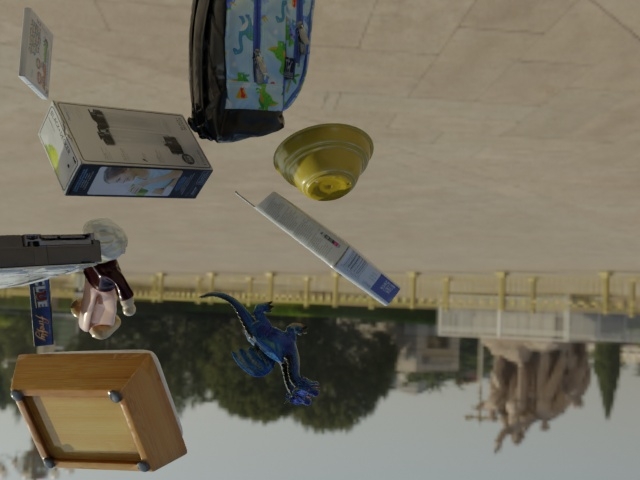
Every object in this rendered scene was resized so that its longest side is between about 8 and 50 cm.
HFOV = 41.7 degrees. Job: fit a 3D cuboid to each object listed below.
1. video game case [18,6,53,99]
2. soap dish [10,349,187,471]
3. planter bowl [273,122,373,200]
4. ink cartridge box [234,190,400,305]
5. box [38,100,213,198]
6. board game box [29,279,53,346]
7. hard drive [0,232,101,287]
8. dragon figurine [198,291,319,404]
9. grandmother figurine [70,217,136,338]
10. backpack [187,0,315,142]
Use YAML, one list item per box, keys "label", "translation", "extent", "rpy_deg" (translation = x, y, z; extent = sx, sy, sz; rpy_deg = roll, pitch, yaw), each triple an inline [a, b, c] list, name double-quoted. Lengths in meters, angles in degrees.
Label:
- label: "video game case"
  translation: [-0.623, -0.408, 1.846]
  extent: [0.019, 0.157, 0.143]
  rpy_deg: [1, 170, 2]
- label: "soap dish"
  translation: [-0.414, 0.317, 1.552]
  extent: [0.290, 0.229, 0.118]
  rpy_deg: [-4, -154, 21]
- label: "planter bowl"
  translation: [0.013, -0.145, 1.770]
  extent: [0.217, 0.090, 0.217]
  rpy_deg: [-7, 150, -4]
- label: "ink cartridge box"
  translation: [0.000, 0.000, 1.937]
  extent: [0.330, 0.071, 0.324]
  rpy_deg: [38, -179, 31]
- label: "box"
  translation: [-0.372, -0.170, 1.616]
  extent: [0.289, 0.169, 0.087]
  rpy_deg: [-2, 140, -45]
- label: "board game box"
  translation: [-0.623, 0.110, 1.873]
  extent: [0.042, 0.165, 0.243]
  rpy_deg: [-4, -160, -17]
- label: "hard drive"
  translation: [-0.579, 0.044, 1.495]
  extent: [0.338, 0.064, 0.236]
  rpy_deg: [-13, 173, 42]
- label: "dragon figurine"
  translation: [-0.110, 0.201, 1.611]
  extent: [0.289, 0.144, 0.085]
  rpy_deg: [37, 127, -15]
- label: "grandmother figurine"
  translation: [-0.461, 0.078, 1.763]
  extent: [0.207, 0.104, 0.342]
  rpy_deg: [35, 142, 13]
- label: "backpack"
  translation: [-0.132, -0.379, 1.542]
  extent: [0.273, 0.356, 0.290]
  rpy_deg: [-13, -166, -11]
